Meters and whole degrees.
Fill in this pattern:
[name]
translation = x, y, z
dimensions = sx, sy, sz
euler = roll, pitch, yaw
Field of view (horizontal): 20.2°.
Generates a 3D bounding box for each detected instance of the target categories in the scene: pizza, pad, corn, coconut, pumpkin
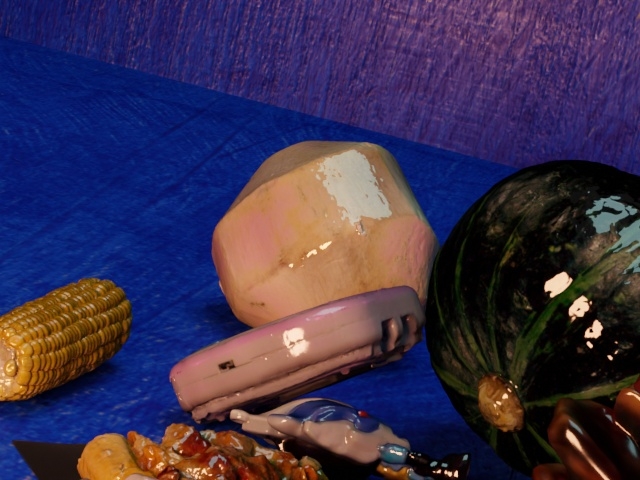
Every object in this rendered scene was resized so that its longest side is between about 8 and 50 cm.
[pizza]
translation = -0.063, 0.175, 1.288
dimensions = 0.194, 0.069, 0.154
euler = -1, 19, -42
[pad]
translation = -0.147, 0.187, 1.326
dimensions = 0.116, 0.004, 0.193
euler = 6, 15, -27
[corn]
translation = -0.225, 0.084, 1.527
dimensions = 0.080, 0.080, 0.238
euler = 17, 15, 15
[coconut]
translation = 0.000, 0.000, 1.831
dimensions = 0.237, 0.237, 0.197
euler = 17, -18, 19
[pumpkin]
translation = 0.218, 0.086, 1.528
dimensions = 0.238, 0.315, 0.315
euler = -28, 33, -28

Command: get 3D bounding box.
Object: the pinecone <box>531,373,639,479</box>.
[pinecone]
translation = 0.279, 0.198, 0.923
dimensions = 0.398, 0.397, 0.398
euler = 13, 13, -3

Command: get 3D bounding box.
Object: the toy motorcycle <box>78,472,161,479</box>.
[toy motorcycle]
translation = -0.120, 0.214, 0.964
dimensions = 0.327, 0.143, 0.188
euler = -19, 22, -40

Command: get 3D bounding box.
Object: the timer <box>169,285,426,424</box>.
[timer]
translation = -0.016, 0.096, 1.523
dimensions = 0.191, 0.069, 0.208
euler = -23, -7, 26

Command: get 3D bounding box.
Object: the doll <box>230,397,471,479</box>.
[doll]
translation = 0.021, 0.167, 1.451
dimensions = 0.195, 0.070, 0.096
euler = 15, -18, -4
